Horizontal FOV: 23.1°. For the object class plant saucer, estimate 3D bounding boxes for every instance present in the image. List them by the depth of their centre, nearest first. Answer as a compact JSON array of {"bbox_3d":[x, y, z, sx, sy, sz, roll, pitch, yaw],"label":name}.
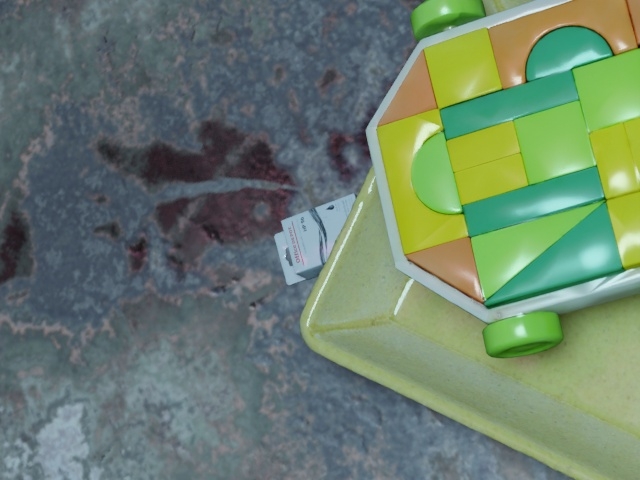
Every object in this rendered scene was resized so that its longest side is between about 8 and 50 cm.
[{"bbox_3d":[0.197,-0.004,1.168,0.332,0.081,0.333,25,88,23],"label":"plant saucer"}]

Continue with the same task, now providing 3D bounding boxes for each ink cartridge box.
[{"bbox_3d":[0.000,0.000,1.269,0.083,0.028,0.048,-21,72,16],"label":"ink cartridge box"}]

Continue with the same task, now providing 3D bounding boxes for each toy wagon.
[{"bbox_3d":[0.207,-0.077,1.100,0.344,0.068,0.267,-17,74,17],"label":"toy wagon"}]
